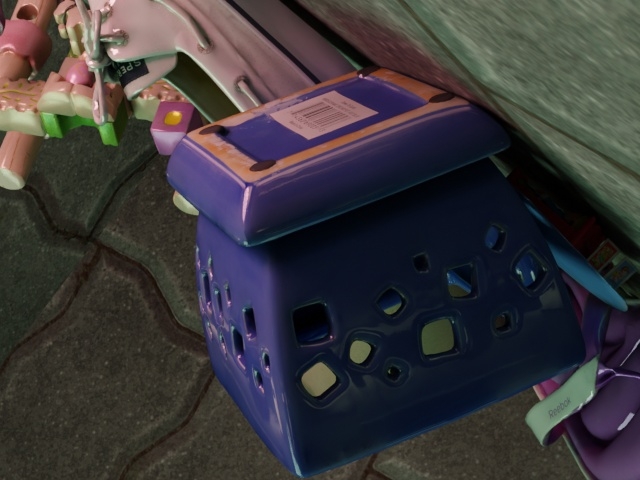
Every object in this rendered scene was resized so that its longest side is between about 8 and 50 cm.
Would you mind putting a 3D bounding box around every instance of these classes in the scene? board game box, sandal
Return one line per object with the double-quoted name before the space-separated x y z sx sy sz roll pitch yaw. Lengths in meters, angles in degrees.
"board game box" 0.181 -0.016 1.206 0.168 0.033 0.133 45 178 -17
"sandal" 0.213 0.106 1.299 0.102 0.169 0.416 17 -176 -9

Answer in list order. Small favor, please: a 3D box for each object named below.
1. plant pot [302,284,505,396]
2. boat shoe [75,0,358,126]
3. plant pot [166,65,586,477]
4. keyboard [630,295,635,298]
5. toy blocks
"plant pot" 0.067 0.009 1.471 0.256 0.256 0.274 37 162 23
"boat shoe" -0.135 -0.162 1.255 0.367 0.156 0.136 41 167 -8
"plant pot" 0.026 0.004 1.150 0.236 0.236 0.212 -143 33 -65
"keyboard" 0.355 0.123 1.437 0.192 0.038 0.100 38 180 41
"toy blocks" -0.224 -0.227 1.715 0.288 0.260 0.309 9 146 12
